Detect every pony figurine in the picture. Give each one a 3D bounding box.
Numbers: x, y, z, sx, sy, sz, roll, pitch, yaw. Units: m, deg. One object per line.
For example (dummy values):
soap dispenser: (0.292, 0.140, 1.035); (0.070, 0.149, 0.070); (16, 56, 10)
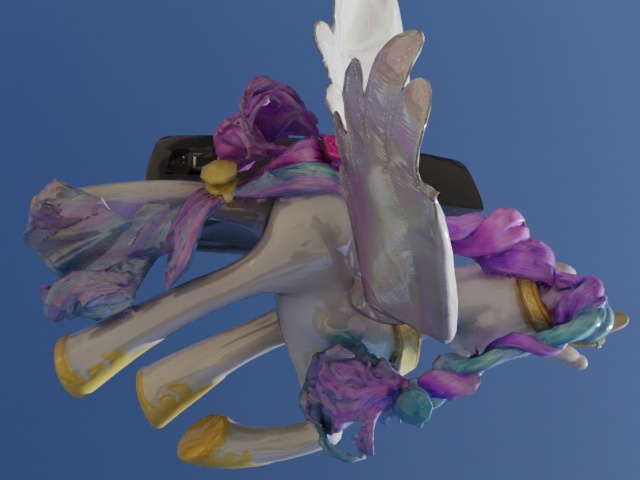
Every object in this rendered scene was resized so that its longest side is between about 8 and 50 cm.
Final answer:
pony figurine: (0.000, 0.000, 0.738); (0.363, 0.351, 0.303); (-15, -143, 10)

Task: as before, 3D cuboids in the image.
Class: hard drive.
hard drive: (-0.017, -0.029, 0.893); (0.254, 0.172, 0.054); (4, -107, -12)
